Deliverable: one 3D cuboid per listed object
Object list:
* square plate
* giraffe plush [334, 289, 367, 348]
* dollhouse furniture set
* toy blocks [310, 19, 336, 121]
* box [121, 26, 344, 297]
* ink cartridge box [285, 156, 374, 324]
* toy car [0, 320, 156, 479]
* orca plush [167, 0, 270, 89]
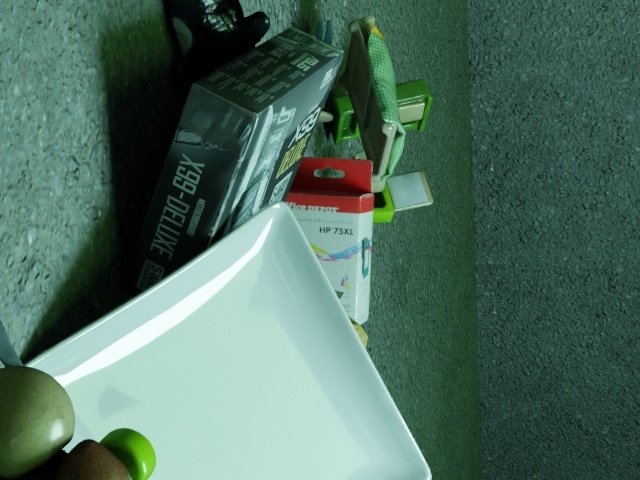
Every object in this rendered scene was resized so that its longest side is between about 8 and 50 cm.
[{"bbox_3d":[-0.081,0.187,1.143,0.344,0.049,0.347,-35,102,-35],"label":"square plate"},{"bbox_3d":[-0.046,0.080,1.494,0.170,0.182,0.210,63,33,-35],"label":"giraffe plush"},{"bbox_3d":[0.121,-0.181,1.751,0.301,0.151,0.197,100,-23,-63],"label":"dollhouse furniture set"},{"bbox_3d":[-0.008,-0.257,1.705,0.123,0.054,0.148,33,62,-73],"label":"toy blocks"},{"bbox_3d":[-0.088,-0.084,1.277,0.242,0.077,0.307,-67,173,25],"label":"box"},{"bbox_3d":[0.000,0.000,1.653,0.078,0.134,0.230,-18,110,-73],"label":"ink cartridge box"},{"bbox_3d":[-0.244,0.155,0.921,0.188,0.149,0.155,62,24,-8],"label":"toy car"},{"bbox_3d":[-0.100,-0.262,1.294,0.151,0.102,0.287,-67,155,-49],"label":"orca plush"}]
